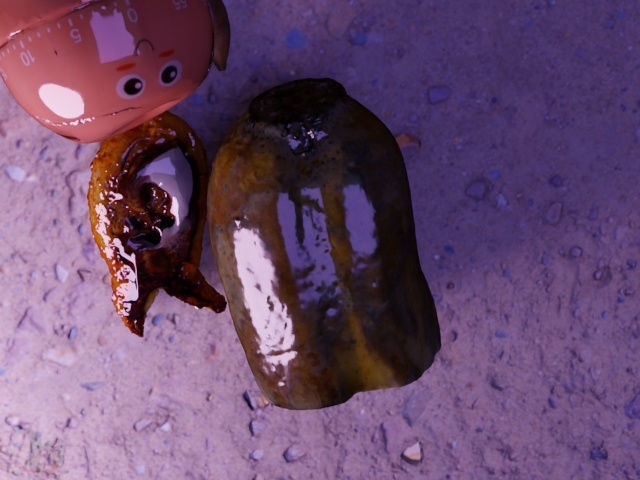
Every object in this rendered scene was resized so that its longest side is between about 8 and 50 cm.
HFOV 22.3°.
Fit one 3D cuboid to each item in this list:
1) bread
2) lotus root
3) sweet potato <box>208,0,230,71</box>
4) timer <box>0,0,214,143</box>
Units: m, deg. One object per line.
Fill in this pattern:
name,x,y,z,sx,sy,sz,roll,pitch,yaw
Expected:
bread,-0.188,-0.022,1.820,0.139,0.095,0.269,-11,123,-10
lotus root,0.000,0.000,1.795,0.250,0.250,0.346,-16,112,-11
sweet potato,-0.138,-0.286,1.768,0.065,0.051,0.218,-28,113,-10
timer,-0.224,-0.218,1.667,0.229,0.229,0.215,-25,98,-7
